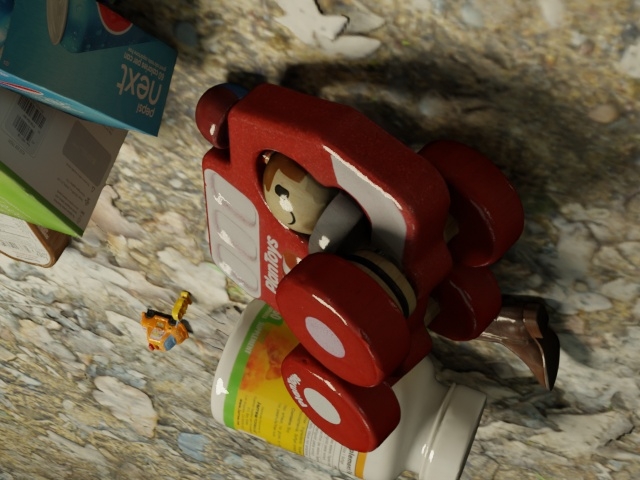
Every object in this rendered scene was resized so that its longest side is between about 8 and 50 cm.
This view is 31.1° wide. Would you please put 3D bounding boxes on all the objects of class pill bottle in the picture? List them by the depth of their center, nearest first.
[{"bbox_3d":[0.030,0.155,1.122,0.246,0.136,0.136,19,151,12],"label":"pill bottle"}]

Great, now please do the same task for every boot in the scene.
[{"bbox_3d":[0.149,0.086,1.016,0.114,0.037,0.106,3,132,30],"label":"boot"}]

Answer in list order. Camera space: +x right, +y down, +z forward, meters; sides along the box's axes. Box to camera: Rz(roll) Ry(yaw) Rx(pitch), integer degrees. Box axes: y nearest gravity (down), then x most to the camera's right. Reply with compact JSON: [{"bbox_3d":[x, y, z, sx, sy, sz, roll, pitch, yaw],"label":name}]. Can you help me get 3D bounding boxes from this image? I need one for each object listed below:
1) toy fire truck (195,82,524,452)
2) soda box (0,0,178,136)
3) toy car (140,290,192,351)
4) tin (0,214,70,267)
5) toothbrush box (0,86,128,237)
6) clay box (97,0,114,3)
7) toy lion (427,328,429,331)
[{"bbox_3d":[0.000,0.000,0.887,0.254,0.169,0.302,37,155,20],"label":"toy fire truck"},{"bbox_3d":[-0.178,-0.130,0.788,0.067,0.071,0.210,14,178,19],"label":"soda box"},{"bbox_3d":[-0.179,0.090,1.284,0.060,0.040,0.122,23,152,5],"label":"toy car"},{"bbox_3d":[-0.332,-0.035,1.205,0.106,0.040,0.189,9,147,21],"label":"tin"},{"bbox_3d":[-0.327,-0.122,0.922,0.283,0.122,0.206,18,165,18],"label":"toothbrush box"},{"bbox_3d":[-0.242,-0.236,0.775,0.222,0.053,0.127,13,151,21],"label":"clay box"},{"bbox_3d":[0.045,0.065,1.076,0.100,0.034,0.096,36,157,-20],"label":"toy lion"}]
